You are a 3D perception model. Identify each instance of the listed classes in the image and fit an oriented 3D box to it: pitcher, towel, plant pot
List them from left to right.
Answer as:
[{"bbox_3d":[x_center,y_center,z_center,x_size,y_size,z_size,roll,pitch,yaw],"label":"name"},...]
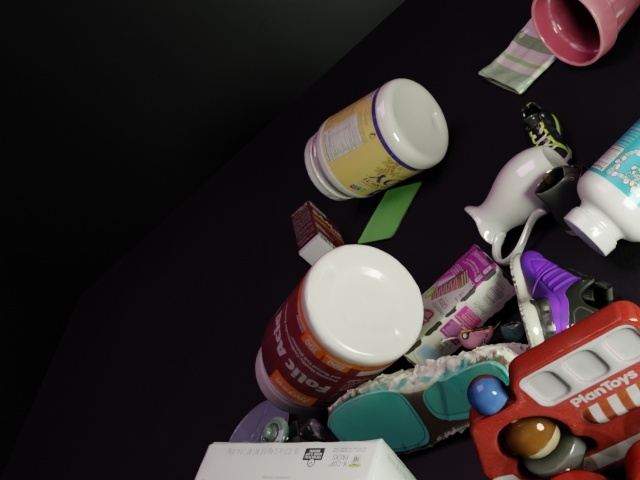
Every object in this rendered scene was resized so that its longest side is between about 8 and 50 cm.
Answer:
[{"bbox_3d":[0.388,-0.065,1.569,0.207,0.126,0.177,-47,41,32],"label":"pitcher"},{"bbox_3d":[0.561,-0.515,2.063,0.325,0.038,0.248,-46,23,6],"label":"towel"},{"bbox_3d":[0.602,-0.516,1.815,0.180,0.201,0.201,-38,19,-16],"label":"plant pot"}]

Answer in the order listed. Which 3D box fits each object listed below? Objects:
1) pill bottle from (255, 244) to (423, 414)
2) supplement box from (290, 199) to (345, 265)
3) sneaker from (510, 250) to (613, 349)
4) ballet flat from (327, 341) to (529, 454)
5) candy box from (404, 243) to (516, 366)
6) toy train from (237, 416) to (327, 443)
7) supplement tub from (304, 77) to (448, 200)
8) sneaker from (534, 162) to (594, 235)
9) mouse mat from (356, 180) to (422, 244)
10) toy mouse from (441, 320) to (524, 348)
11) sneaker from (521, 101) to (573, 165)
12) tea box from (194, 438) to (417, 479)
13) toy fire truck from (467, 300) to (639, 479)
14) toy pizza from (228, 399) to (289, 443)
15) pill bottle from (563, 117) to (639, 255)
[{"bbox_3d":[0.016,0.187,1.553,0.224,0.224,0.392,-64,5,-34],"label":"pill bottle"},{"bbox_3d":[0.000,0.000,2.130,0.073,0.130,0.239,-43,24,12],"label":"supplement box"},{"bbox_3d":[0.394,0.092,1.321,0.146,0.102,0.293,-15,20,14],"label":"sneaker"},{"bbox_3d":[0.197,0.265,1.387,0.409,0.147,0.147,-25,32,38],"label":"ballet flat"},{"bbox_3d":[0.246,0.127,1.526,0.233,0.071,0.159,-46,13,7],"label":"candy box"},{"bbox_3d":[-0.111,0.480,1.562,0.334,0.142,0.190,-41,33,18],"label":"toy train"},{"bbox_3d":[0.139,-0.251,2.137,0.331,0.241,0.241,-25,32,45],"label":"supplement tub"},{"bbox_3d":[0.491,-0.112,1.429,0.222,0.118,0.083,-42,23,16],"label":"sneaker"},{"bbox_3d":[0.175,-0.069,2.084,0.153,0.007,0.189,-11,43,56],"label":"mouse mat"},{"bbox_3d":[0.288,0.159,1.369,0.143,0.161,0.031,-18,81,61],"label":"toy mouse"},{"bbox_3d":[0.450,-0.210,1.690,0.084,0.097,0.234,-37,25,26],"label":"sneaker"},{"bbox_3d":[-0.040,0.487,1.205,0.329,0.220,0.323,-11,42,32],"label":"tea box"},{"bbox_3d":[0.320,0.217,1.028,0.302,0.254,0.169,-35,26,29],"label":"toy fire truck"},{"bbox_3d":[-0.135,0.438,1.795,0.201,0.032,0.201,-38,25,22],"label":"toy pizza"},{"bbox_3d":[0.520,-0.099,1.320,0.264,0.146,0.146,-47,22,6],"label":"pill bottle"}]
